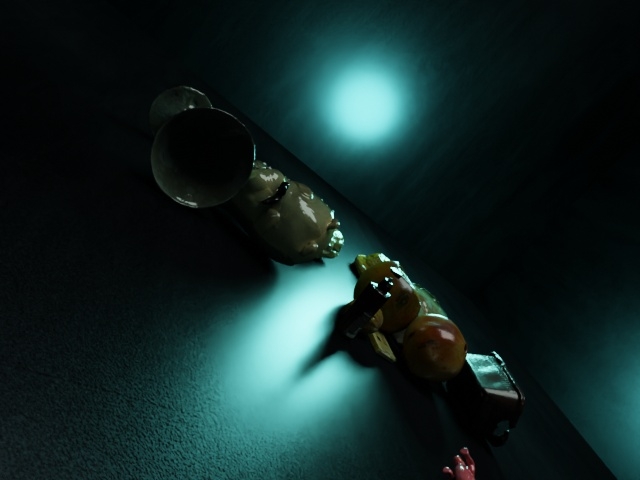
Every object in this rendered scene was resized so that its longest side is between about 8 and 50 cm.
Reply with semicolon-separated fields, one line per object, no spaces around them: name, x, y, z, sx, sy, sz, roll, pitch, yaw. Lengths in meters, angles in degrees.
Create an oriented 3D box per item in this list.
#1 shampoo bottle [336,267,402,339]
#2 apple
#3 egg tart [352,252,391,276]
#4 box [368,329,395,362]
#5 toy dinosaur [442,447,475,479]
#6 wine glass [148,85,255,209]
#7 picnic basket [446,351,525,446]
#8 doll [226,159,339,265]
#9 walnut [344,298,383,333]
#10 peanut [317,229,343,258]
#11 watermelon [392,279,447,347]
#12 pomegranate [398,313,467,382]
shampoo bottle;0.134;0.169;1.445;0.067;0.236;0.068;44;14;15
apple;0.225;0.181;1.736;0.237;0.207;0.237;38;9;-7
egg tart;0.265;0.152;2.226;0.288;0.118;0.288;44;13;-12
box;0.180;0.310;1.613;0.073;0.020;0.149;38;13;-24
toy dinosaur;0.329;0.573;1.130;0.139;0.070;0.286;63;10;-12
wine glass;-0.363;-0.288;1.473;0.267;0.267;0.406;34;9;-35
picnic basket;0.499;0.482;1.663;0.129;0.222;0.297;17;16;-7
doll;-0.124;-0.089;1.512;0.349;0.247;0.247;39;11;11
walnut;0.126;0.224;1.570;0.124;0.105;0.105;32;11;6
peanut;0.000;0.000;1.875;0.130;0.130;0.290;46;14;19
watermelon;0.344;0.319;1.870;0.264;0.151;0.302;39;29;-29
pomegranate;0.352;0.334;1.634;0.209;0.209;0.209;40;12;-10
